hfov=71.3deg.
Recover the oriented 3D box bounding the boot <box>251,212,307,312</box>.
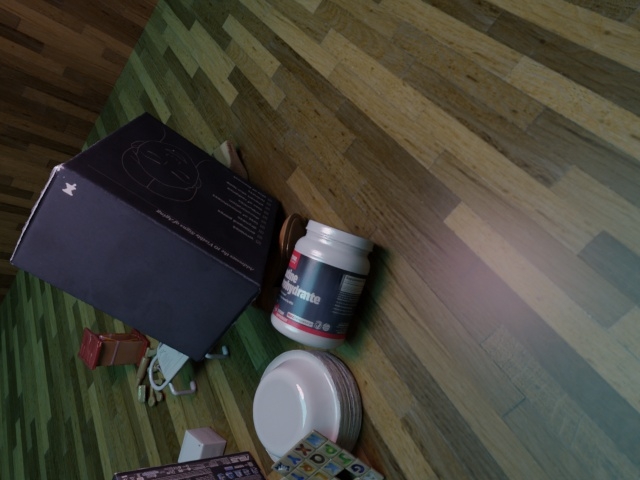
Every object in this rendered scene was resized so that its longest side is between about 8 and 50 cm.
[{"bbox_3d":[-0.139,0.067,1.297,0.220,0.109,0.283,-4,83,45],"label":"boot"}]

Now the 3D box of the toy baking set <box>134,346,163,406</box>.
[{"bbox_3d":[-0.610,0.485,1.643,0.196,0.030,0.256,14,89,40],"label":"toy baking set"}]

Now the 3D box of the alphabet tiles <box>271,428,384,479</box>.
[{"bbox_3d":[-0.009,0.538,1.001,0.237,0.198,0.009,-49,11,22],"label":"alphabet tiles"}]

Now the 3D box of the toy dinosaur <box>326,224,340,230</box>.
[{"bbox_3d":[0.000,0.000,1.222,0.090,0.047,0.082,20,110,33],"label":"toy dinosaur"}]

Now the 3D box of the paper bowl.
[{"bbox_3d":[-0.053,0.411,1.084,0.284,0.148,0.284,-12,72,40],"label":"paper bowl"}]

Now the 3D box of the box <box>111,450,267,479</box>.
[{"bbox_3d":[-0.253,0.655,1.026,0.318,0.395,0.097,34,99,41],"label":"box"}]

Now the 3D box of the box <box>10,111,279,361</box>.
[{"bbox_3d":[-0.393,-0.034,1.165,0.297,0.480,0.472,-50,17,21],"label":"box"}]

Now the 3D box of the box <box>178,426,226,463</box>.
[{"bbox_3d":[-0.353,0.629,1.330,0.102,0.087,0.101,12,87,43],"label":"box"}]

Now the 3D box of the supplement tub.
[{"bbox_3d":[0.007,0.104,1.081,0.191,0.191,0.272,21,93,43],"label":"supplement tub"}]

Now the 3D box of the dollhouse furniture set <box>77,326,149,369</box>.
[{"bbox_3d":[-0.749,0.290,1.699,0.152,0.201,0.374,17,90,43],"label":"dollhouse furniture set"}]

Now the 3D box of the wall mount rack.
[{"bbox_3d":[-0.445,0.322,1.478,0.350,0.130,0.304,-48,55,22],"label":"wall mount rack"}]

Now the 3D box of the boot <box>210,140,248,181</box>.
[{"bbox_3d":[-0.345,-0.204,1.574,0.207,0.090,0.248,-39,56,42],"label":"boot"}]
